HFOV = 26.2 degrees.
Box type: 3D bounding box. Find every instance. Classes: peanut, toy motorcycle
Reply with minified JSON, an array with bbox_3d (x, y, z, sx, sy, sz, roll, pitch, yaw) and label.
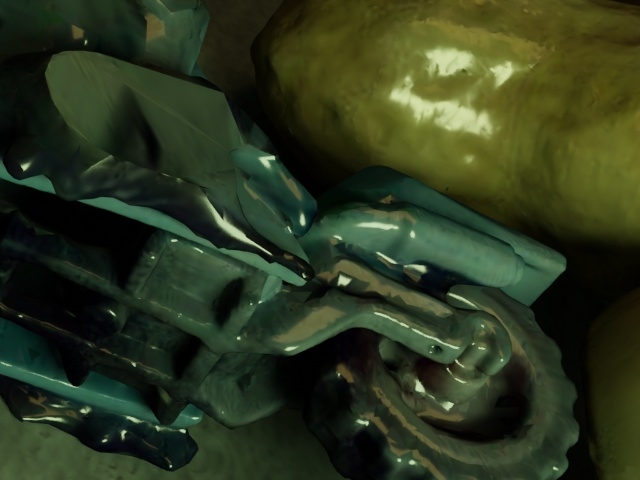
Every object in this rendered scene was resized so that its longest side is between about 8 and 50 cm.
[{"bbox_3d":[0.146,-0.053,0.770,0.387,0.169,0.192,16,21,2],"label":"peanut"},{"bbox_3d":[-0.068,-0.037,0.589,0.416,0.172,0.232,24,44,-11],"label":"toy motorcycle"}]

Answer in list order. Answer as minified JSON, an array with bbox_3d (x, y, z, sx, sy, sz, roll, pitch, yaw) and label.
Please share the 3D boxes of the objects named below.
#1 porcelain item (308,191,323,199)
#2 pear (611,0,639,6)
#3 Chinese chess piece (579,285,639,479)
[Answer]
[{"bbox_3d":[0.000,0.000,0.745,0.136,0.021,0.075,24,35,-24],"label":"porcelain item"},{"bbox_3d":[0.284,-0.126,1.000,0.200,0.200,0.200,25,38,-22],"label":"pear"},{"bbox_3d":[0.206,0.133,0.644,0.251,0.097,0.251,53,25,-40],"label":"Chinese chess piece"}]
